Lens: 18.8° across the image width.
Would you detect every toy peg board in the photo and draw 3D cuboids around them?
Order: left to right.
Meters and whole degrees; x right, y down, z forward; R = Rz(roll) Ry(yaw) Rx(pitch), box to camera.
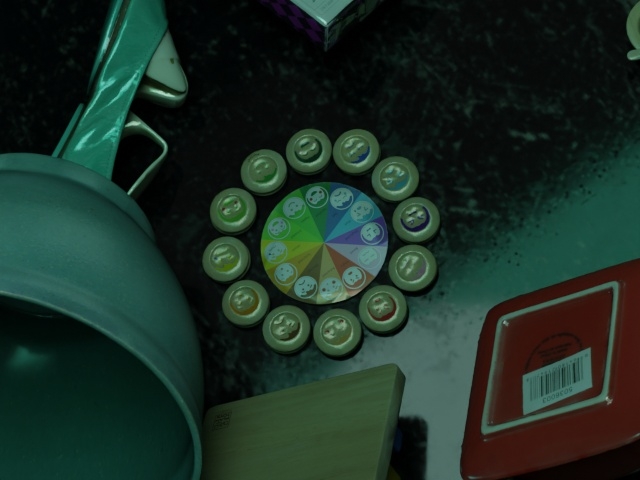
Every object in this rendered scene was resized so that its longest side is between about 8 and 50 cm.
[{"bbox_3d":[-0.011,0.185,1.349,0.161,0.079,0.160,-15,38,27],"label":"toy peg board"}]

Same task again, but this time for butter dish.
[{"bbox_3d":[0.192,0.112,1.342,0.160,0.118,0.160,-20,40,35],"label":"butter dish"}]

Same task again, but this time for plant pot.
[{"bbox_3d":[-0.215,0.063,1.360,0.293,0.293,0.196,-1,45,10],"label":"plant pot"}]

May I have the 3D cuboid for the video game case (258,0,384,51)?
[{"bbox_3d":[-0.009,-0.282,1.523,0.232,0.042,0.210,38,66,19],"label":"video game case"}]

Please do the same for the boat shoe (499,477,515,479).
[{"bbox_3d":[0.063,0.219,1.351,0.178,0.064,0.060,-45,72,-4],"label":"boat shoe"}]

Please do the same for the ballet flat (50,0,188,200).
[{"bbox_3d":[-0.152,-0.102,1.501,0.087,0.083,0.247,22,75,-9],"label":"ballet flat"}]

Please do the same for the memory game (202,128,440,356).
[{"bbox_3d":[0.000,0.000,1.465,0.186,0.012,0.186,-3,71,9],"label":"memory game"}]

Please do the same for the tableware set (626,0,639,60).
[{"bbox_3d":[0.302,-0.200,1.477,0.141,0.020,0.168,-4,71,9],"label":"tableware set"}]
